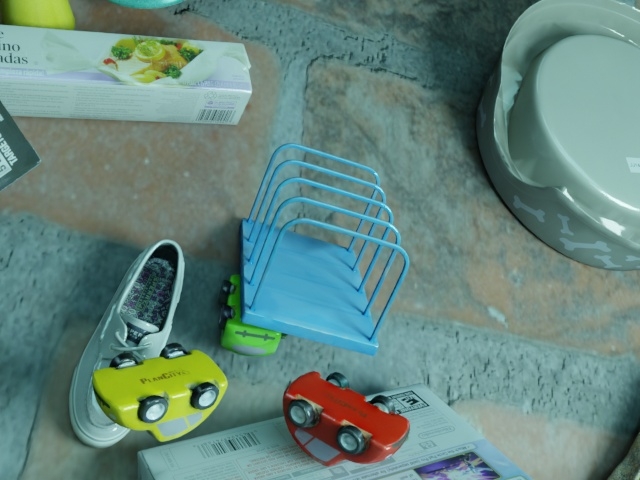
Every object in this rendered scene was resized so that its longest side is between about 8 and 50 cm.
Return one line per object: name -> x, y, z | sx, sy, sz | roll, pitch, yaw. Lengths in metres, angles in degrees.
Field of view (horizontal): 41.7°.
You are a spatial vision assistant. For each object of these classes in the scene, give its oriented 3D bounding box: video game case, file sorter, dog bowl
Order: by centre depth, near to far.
video game case -> 0.028, 0.214, 0.627 | 0.270, 0.244, 0.061 | -9, 113, -25
file sorter -> 0.000, 0.000, 0.742 | 0.118, 0.104, 0.170 | 16, 26, -14
dog bowl -> 0.340, -0.121, 0.990 | 0.349, 0.102, 0.348 | 9, 62, -17

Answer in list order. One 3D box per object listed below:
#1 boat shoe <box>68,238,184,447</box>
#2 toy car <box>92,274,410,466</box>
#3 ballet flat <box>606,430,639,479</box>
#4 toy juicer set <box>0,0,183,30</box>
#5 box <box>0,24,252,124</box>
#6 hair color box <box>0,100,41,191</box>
boat shoe -> -0.156, 0.081, 0.706 | 0.066, 0.063, 0.184 | 27, 57, -7
toy car -> -0.057, 0.102, 0.699 | 0.239, 0.053, 0.225 | 11, 25, -9
ballet flat -> 0.330, 0.243, 0.795 | 0.108, 0.106, 0.316 | 37, 57, -1
toy juicer set -> -0.201, -0.321, 0.889 | 0.329, 0.089, 0.209 | -24, 62, -22
box -> -0.228, -0.157, 0.798 | 0.324, 0.067, 0.063 | -1, 64, -22
hair color box -> -0.399, -0.026, 0.563 | 0.374, 0.114, 0.185 | -47, 121, -36
